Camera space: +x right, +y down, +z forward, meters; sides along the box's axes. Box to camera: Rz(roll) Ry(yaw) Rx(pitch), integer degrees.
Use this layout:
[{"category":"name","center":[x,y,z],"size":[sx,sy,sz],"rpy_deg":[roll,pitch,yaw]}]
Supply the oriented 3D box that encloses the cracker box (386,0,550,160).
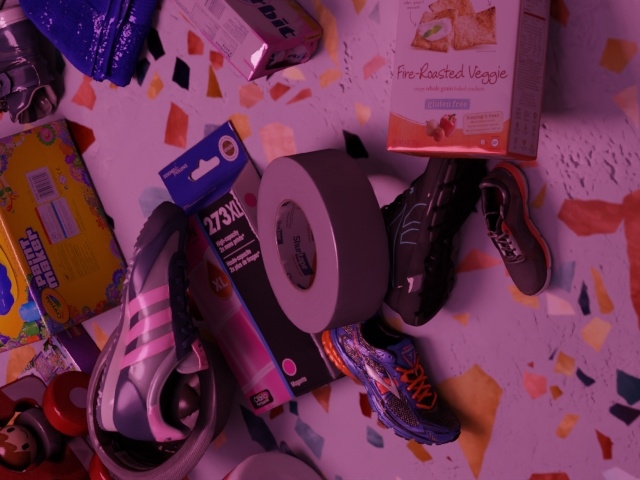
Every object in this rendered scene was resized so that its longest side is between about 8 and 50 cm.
[{"category":"cracker box","center":[0.158,-0.205,1.458],"size":[0.155,0.067,0.232],"rpy_deg":[4,89,39]}]

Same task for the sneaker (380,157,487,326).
[{"category":"sneaker","center":[0.112,-0.024,1.601],"size":[0.106,0.101,0.267],"rpy_deg":[34,126,29]}]

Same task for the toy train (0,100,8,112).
[{"category":"toy train","center":[-0.534,-0.207,2.128],"size":[0.158,0.027,0.036],"rpy_deg":[-7,92,43]}]

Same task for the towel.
[{"category":"towel","center":[-0.302,-0.381,1.821],"size":[0.227,0.076,0.308],"rpy_deg":[42,130,19]}]

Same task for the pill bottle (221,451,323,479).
[{"category":"pill bottle","center":[-0.125,0.445,1.949],"size":[0.176,0.176,0.318],"rpy_deg":[53,133,10]}]

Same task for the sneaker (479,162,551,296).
[{"category":"sneaker","center":[0.210,-0.006,1.548],"size":[0.061,0.065,0.158],"rpy_deg":[-13,99,43]}]

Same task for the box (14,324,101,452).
[{"category":"box","center":[-0.364,0.298,2.172],"size":[0.293,0.057,0.201],"rpy_deg":[53,131,10]}]

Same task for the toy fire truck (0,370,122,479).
[{"category":"toy fire truck","center":[-0.410,0.348,2.018],"size":[0.302,0.254,0.169],"rpy_deg":[52,130,11]}]

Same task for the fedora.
[{"category":"fedora","center":[-0.207,0.222,1.942],"size":[0.244,0.124,0.275],"rpy_deg":[49,116,28]}]

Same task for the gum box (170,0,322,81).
[{"category":"gum box","center":[-0.095,-0.281,1.664],"size":[0.188,0.107,0.062],"rpy_deg":[47,132,15]}]

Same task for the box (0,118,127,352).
[{"category":"box","center":[-0.470,0.008,2.061],"size":[0.279,0.177,0.290],"rpy_deg":[-19,95,44]}]

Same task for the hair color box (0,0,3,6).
[{"category":"hair color box","center":[-0.490,-0.447,1.886],"size":[0.105,0.174,0.347],"rpy_deg":[50,132,14]}]

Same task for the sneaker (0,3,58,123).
[{"category":"sneaker","center":[-0.477,-0.243,2.023],"size":[0.226,0.086,0.163],"rpy_deg":[-10,105,48]}]

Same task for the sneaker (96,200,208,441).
[{"category":"sneaker","center":[-0.196,0.112,1.811],"size":[0.131,0.112,0.319],"rpy_deg":[14,97,17]}]

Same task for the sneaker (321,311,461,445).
[{"category":"sneaker","center":[0.094,0.167,1.713],"size":[0.221,0.083,0.087],"rpy_deg":[44,125,15]}]

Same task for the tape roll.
[{"category":"tape roll","center":[0.000,0.000,1.671],"size":[0.219,0.072,0.219],"rpy_deg":[39,135,54]}]

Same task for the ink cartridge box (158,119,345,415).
[{"category":"ink cartridge box","center":[-0.103,0.041,1.842],"size":[0.175,0.069,0.371],"rpy_deg":[-30,85,44]}]
